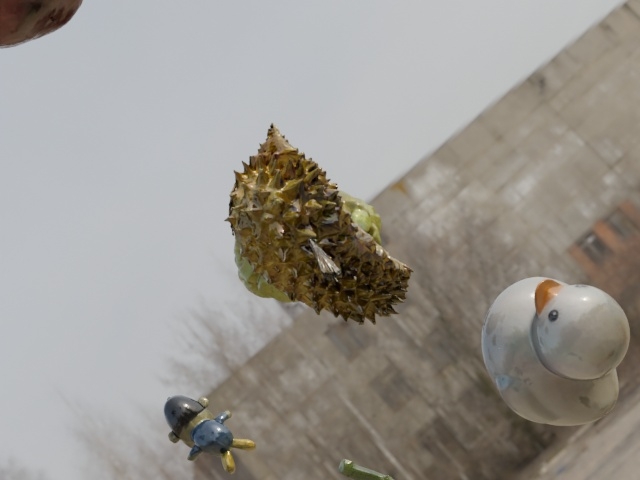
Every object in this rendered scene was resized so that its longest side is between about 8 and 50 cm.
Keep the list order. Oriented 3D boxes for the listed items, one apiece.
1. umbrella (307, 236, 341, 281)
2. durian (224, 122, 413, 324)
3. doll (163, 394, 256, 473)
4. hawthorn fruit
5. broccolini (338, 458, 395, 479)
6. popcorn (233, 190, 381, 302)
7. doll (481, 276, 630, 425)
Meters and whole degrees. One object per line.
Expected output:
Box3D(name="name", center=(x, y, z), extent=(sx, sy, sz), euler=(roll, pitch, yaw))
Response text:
Box3D(name="umbrella", center=(0.003, 0.026, 1.609), extent=(0.031, 0.083, 0.020), euler=(-6, -38, -31))
Box3D(name="durian", center=(0.000, 0.001, 1.764), extent=(0.191, 0.341, 0.112), euler=(-50, 15, -32))
Box3D(name="doll", center=(-0.186, 0.306, 1.934), extent=(0.102, 0.179, 0.089), euler=(-47, -27, -13))
Box3D(name="hawthorn fruit", center=(-0.426, -0.347, 1.579), extent=(0.224, 0.224, 0.261), euler=(-50, 19, 34))
Box3D(name="broccolini", center=(0.136, 0.386, 1.893), extent=(0.058, 0.216, 0.067), euler=(128, 165, -64))
Box3D(name="popcorn", center=(-0.025, 0.025, 2.704), extent=(0.334, 0.292, 0.293), euler=(-19, -37, 8))
Box3D(name="doll", center=(0.352, 0.151, 1.698), extent=(0.221, 0.251, 0.221), euler=(-27, 23, 12))
